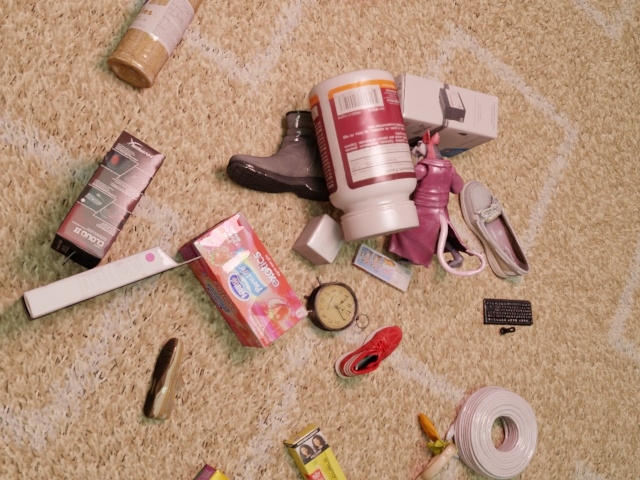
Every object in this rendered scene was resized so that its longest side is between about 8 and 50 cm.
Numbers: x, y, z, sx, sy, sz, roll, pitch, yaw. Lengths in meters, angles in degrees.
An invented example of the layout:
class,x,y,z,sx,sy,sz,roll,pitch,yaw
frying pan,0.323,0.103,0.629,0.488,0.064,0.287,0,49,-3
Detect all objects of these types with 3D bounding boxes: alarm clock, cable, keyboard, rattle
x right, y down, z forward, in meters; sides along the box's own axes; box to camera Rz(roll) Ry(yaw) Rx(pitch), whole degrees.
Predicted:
class,x,y,z,sx,sy,sz,roll,pitch,yaw
alarm clock,0.047,0.182,1.771,0.192,0.064,0.129,28,71,-17
cable,0.501,0.544,1.920,0.257,0.089,0.257,36,69,-17
keyboard,0.568,0.231,2.036,0.180,0.023,0.108,5,81,-24
rattle,0.262,0.594,1.813,0.143,0.130,0.199,44,93,-2

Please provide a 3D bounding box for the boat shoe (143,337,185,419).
class,x,y,z,sx,sy,sz,roll,pitch,yaw
boat shoe,-0.348,0.322,1.569,0.072,0.068,0.189,22,83,-34

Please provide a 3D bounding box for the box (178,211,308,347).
class,x,y,z,sx,sy,sz,roll,pitch,yaw
box,-0.188,0.099,1.624,0.142,0.154,0.299,-36,100,-25

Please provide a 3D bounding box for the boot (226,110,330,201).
class,x,y,z,sx,sy,sz,roll,pitch,yaw
boot,-0.088,-0.236,1.753,0.338,0.118,0.222,11,75,-36

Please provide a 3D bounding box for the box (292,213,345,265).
class,x,y,z,sx,sy,sz,roll,pitch,yaw
box,0.000,0.000,1.755,0.087,0.102,0.101,38,69,-18

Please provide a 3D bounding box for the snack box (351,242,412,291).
class,x,y,z,sx,sy,sz,roll,pitch,yaw
snack box,0.172,0.076,1.870,0.178,0.022,0.064,29,72,-19

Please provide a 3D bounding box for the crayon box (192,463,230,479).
class,x,y,z,sx,sy,sz,roll,pitch,yaw
crayon box,-0.255,0.754,1.521,0.313,0.106,0.363,46,66,-11

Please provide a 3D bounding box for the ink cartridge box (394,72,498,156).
class,x,y,z,sx,sy,sz,roll,pitch,yaw
ink cartridge box,0.303,-0.341,1.881,0.308,0.223,0.128,8,80,-24

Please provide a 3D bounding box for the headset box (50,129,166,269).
class,x,y,z,sx,sy,sz,roll,pitch,yaw
headset box,-0.475,-0.069,1.474,0.110,0.218,0.293,32,71,-17

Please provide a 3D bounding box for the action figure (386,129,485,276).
class,x,y,z,sx,sy,sz,roll,pitch,yaw
action figure,0.283,-0.106,1.793,0.248,0.276,0.369,-4,106,-19

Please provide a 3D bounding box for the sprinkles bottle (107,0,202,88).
class,x,y,z,sx,sy,sz,roll,pitch,yaw
sprinkles bottle,-0.379,-0.543,1.643,0.121,0.121,0.355,31,71,-18

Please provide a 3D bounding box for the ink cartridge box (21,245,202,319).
class,x,y,z,sx,sy,sz,roll,pitch,yaw
ink cartridge box,-0.459,0.082,1.483,0.371,0.176,0.069,-19,90,-27

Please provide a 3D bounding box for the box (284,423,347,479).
class,x,y,z,sx,sy,sz,roll,pitch,yaw
box,0.004,0.585,1.694,0.087,0.058,0.232,-28,95,-27

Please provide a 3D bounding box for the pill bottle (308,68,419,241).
class,x,y,z,sx,sy,sz,roll,pitch,yaw
pill bottle,0.115,-0.205,1.688,0.224,0.224,0.391,-10,87,-26

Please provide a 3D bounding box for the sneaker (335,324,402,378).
class,x,y,z,sx,sy,sz,roll,pitch,yaw
sneaker,0.154,0.295,1.769,0.221,0.128,0.087,-34,98,-25

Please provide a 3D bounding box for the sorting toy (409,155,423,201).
class,x,y,z,sx,sy,sz,roll,pitch,yaw
sorting toy,0.256,-0.157,1.935,0.193,0.038,0.208,6,80,-24

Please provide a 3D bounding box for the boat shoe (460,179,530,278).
class,x,y,z,sx,sy,sz,roll,pitch,yaw
boat shoe,0.523,-0.037,2.008,0.118,0.103,0.320,-26,94,-26
